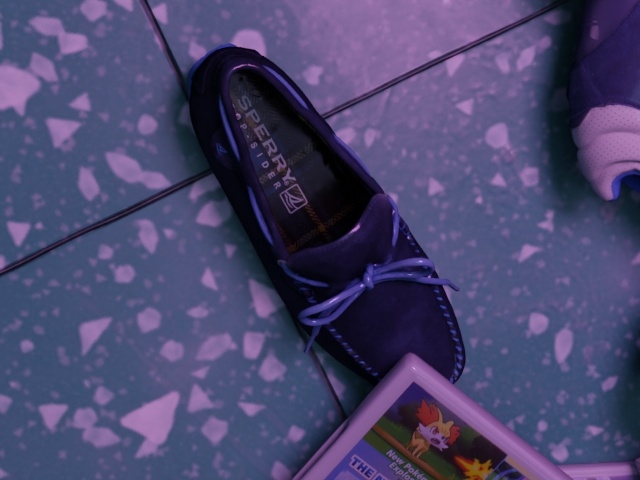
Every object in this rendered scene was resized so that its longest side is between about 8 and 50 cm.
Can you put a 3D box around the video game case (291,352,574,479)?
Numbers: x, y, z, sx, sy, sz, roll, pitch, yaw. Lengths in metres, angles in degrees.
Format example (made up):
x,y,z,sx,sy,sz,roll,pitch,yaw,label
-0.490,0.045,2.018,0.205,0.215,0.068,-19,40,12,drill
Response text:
x,y,z,sx,sy,sz,roll,pitch,yaw,label
0.101,0.300,1.081,0.329,0.036,0.300,39,103,-10,video game case

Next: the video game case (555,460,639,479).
x,y,z,sx,sy,sz,roll,pitch,yaw,label
0.298,0.289,1.158,0.201,0.023,0.184,-1,94,-10,video game case

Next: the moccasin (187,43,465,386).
x,y,z,sx,sy,sz,roll,pitch,yaw,label
0.000,0.000,1.037,0.137,0.117,0.342,-41,101,-5,moccasin

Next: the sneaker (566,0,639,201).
x,y,z,sx,sy,sz,roll,pitch,yaw,label
0.365,-0.115,1.084,0.322,0.130,0.236,2,91,-8,sneaker

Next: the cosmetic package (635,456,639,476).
x,y,z,sx,sy,sz,roll,pitch,yaw,label
0.375,0.278,1.119,0.117,0.085,0.231,-23,100,-8,cosmetic package
